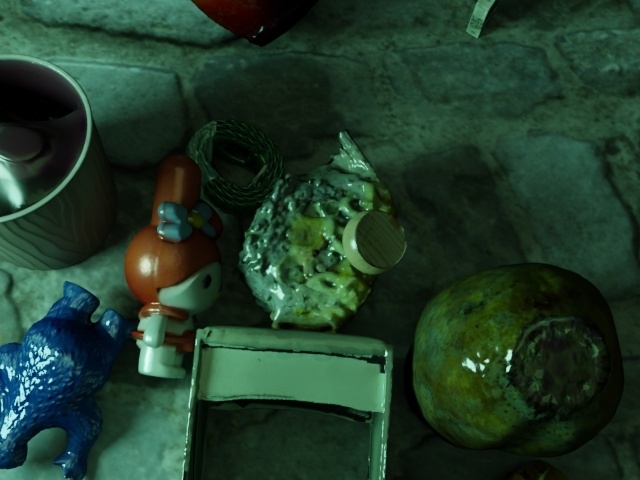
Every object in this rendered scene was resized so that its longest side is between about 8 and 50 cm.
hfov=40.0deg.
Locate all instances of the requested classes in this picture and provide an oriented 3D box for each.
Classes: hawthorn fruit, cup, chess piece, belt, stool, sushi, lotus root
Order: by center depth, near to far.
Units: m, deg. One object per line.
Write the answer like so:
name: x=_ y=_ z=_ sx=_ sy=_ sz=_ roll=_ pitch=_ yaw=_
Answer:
lotus root: x=0.231 y=0.146 z=1.074 sx=0.250 sy=0.346 sz=0.250 roll=1 pitch=82 yaw=-5
stool: x=-0.042 y=0.255 z=1.110 sx=0.243 sy=0.170 sz=0.270 roll=4 pitch=74 yaw=-1
chess piece: x=0.069 y=0.002 z=1.119 sx=0.083 sy=0.038 sz=0.084 roll=6 pitch=75 yaw=-22
cup: x=-0.399 y=-0.062 z=1.125 sx=0.208 sy=0.273 sz=0.288 roll=31 pitch=75 yaw=5
sushi: x=0.000 y=0.000 z=1.200 sx=0.184 sy=0.139 sz=0.274 roll=26 pitch=71 yaw=1
belt: x=-0.123 y=-0.108 z=1.254 sx=0.151 sy=0.079 sz=0.121 roll=37 pitch=76 yaw=8
hawthorn fruit: x=-0.107 y=-0.413 z=1.288 sx=0.249 sy=0.215 sz=0.215 roll=27 pitch=74 yaw=12

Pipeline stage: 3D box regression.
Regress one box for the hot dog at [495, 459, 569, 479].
hot dog: x=0.249 y=0.367 z=1.128 sx=0.213 sy=0.103 sz=0.146 roll=-26 pitch=76 yaw=-11

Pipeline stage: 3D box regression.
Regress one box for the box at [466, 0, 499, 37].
box: x=0.252 y=-0.353 z=1.343 sx=0.024 sy=0.083 sz=0.054 roll=31 pitch=75 yaw=7

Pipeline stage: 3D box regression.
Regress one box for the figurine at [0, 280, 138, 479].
figurine: x=-0.350 y=0.184 z=1.137 sx=0.164 sy=0.121 sz=0.262 roll=20 pitch=76 yaw=-1

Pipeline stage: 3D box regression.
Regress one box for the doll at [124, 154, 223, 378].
doll: x=-0.193 y=0.034 z=1.166 sx=0.130 sy=0.161 sz=0.290 roll=5 pitch=82 yaw=9
